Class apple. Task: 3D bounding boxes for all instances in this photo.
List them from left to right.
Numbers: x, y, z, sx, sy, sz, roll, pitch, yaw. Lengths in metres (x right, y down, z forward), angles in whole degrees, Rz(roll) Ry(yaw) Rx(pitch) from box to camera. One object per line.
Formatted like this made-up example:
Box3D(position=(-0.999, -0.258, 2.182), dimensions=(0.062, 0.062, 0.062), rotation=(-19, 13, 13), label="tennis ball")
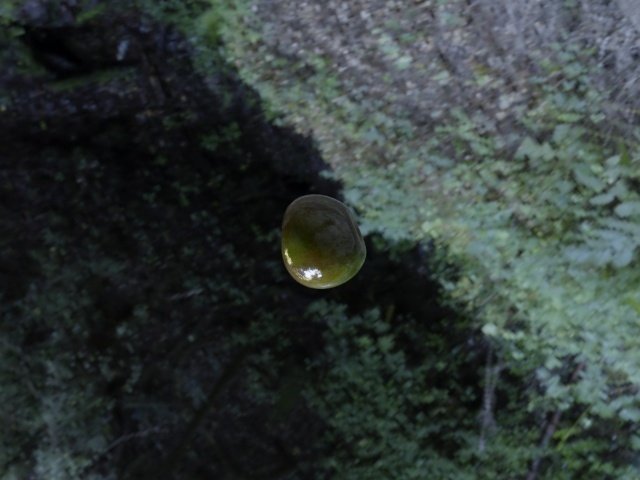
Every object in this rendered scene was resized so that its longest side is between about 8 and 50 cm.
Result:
Box3D(position=(0.000, 0.000, 1.118), dimensions=(0.074, 0.089, 0.090), rotation=(-19, 100, 8), label="apple")
